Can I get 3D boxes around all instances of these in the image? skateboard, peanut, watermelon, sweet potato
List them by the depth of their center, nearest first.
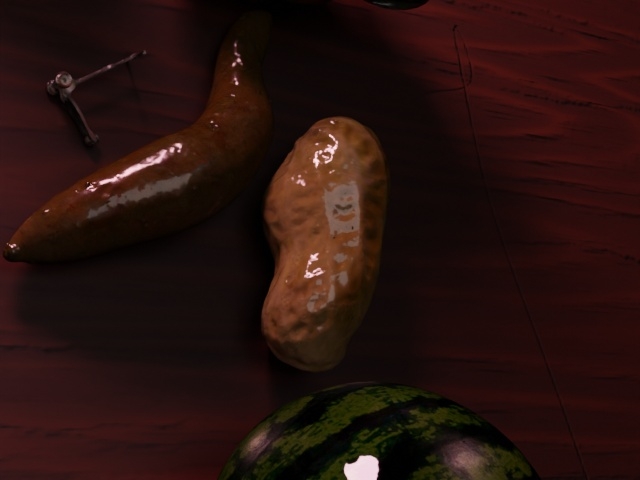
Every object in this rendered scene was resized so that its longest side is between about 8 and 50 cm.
[{"bbox_3d":[0.046,0.227,0.735,0.269,0.269,0.269,11,67,-27],"label":"watermelon"},{"bbox_3d":[-0.103,-0.077,0.862,0.108,0.079,0.346,37,53,1],"label":"sweet potato"},{"bbox_3d":[-0.173,-0.122,0.868,0.083,0.032,0.064,-36,102,-33],"label":"skateboard"},{"bbox_3d":[0.000,0.000,0.886,0.108,0.095,0.226,11,70,-10],"label":"peanut"}]

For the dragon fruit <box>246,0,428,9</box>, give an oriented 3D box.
[{"bbox_3d":[-0.003,-0.300,0.940,0.272,0.198,0.218,25,104,-45],"label":"dragon fruit"}]
